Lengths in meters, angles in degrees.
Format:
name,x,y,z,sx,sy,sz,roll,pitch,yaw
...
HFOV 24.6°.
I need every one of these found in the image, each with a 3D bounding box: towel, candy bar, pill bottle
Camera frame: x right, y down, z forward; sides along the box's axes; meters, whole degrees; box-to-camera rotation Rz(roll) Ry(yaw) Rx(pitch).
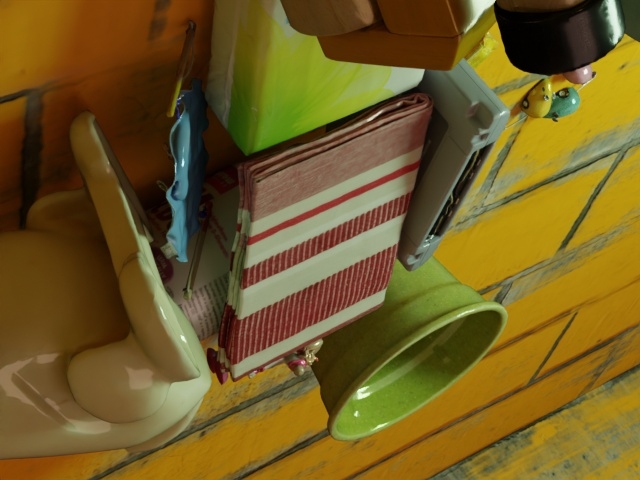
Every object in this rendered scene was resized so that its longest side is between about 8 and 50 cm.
name,x,y,z,sx,sy,sz,roll,pitch,yaw
towel,0.000,0.000,1.589,0.237,0.037,0.329,-24,146,-29
candy bar,0.154,-0.198,1.821,0.161,0.018,0.040,-39,154,9
pill bottle,-0.113,0.010,1.667,0.283,0.160,0.160,-29,157,-16

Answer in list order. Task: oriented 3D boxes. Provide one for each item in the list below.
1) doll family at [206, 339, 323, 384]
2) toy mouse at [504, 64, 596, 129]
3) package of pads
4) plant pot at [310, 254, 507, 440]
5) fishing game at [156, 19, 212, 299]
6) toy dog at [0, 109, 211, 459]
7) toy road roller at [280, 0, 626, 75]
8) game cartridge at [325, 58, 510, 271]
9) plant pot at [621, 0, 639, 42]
name,x,y,z,sx,sy,sz,roll,pitch,yaw
doll family,-0.085,0.065,1.788,0.163,0.263,0.118,-15,118,-20
toy mouse,0.348,-0.209,2.056,0.143,0.031,0.161,-15,150,-40
package of pads,0.014,-0.241,1.405,0.229,0.101,0.296,-24,148,-27
plant pot,0.059,0.079,1.924,0.276,0.254,0.276,-31,158,-14
fishing game,-0.140,-0.068,1.459,0.041,0.189,0.264,5,140,4
toy dog,-0.337,0.113,1.432,0.408,0.284,0.395,-22,149,-3
toy road roller,0.124,-0.276,1.160,0.240,0.330,0.202,-50,132,-34
game cartridge,0.094,-0.118,1.657,0.060,0.196,0.294,-30,159,-33
plant pot,0.374,-0.349,1.366,0.293,0.293,0.235,-17,159,-38
